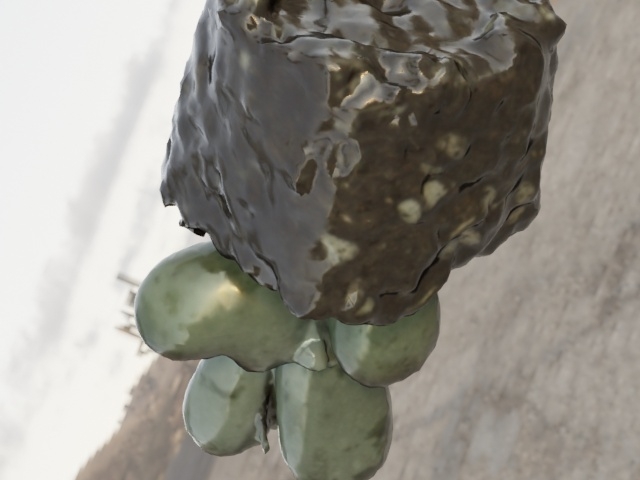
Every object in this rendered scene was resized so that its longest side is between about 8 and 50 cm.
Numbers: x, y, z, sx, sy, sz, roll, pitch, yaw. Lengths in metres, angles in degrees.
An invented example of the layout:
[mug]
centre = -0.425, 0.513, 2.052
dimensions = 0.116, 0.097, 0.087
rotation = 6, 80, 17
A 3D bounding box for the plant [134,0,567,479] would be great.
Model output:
[plant]
centre = 0.001, 0.001, 0.586
dimensions = 0.146, 0.149, 0.275
rotation = 59, 147, 34
